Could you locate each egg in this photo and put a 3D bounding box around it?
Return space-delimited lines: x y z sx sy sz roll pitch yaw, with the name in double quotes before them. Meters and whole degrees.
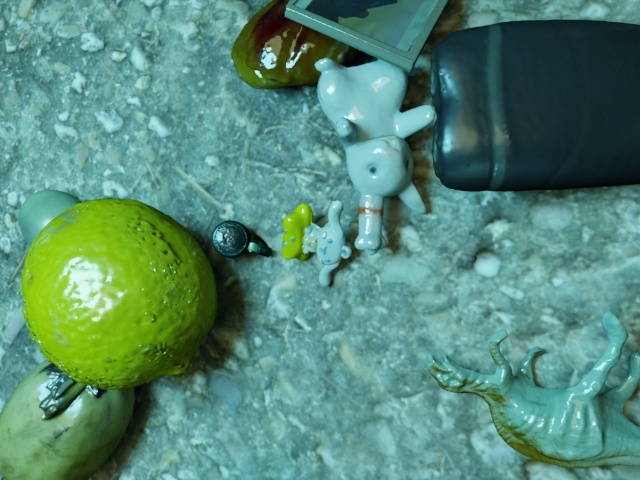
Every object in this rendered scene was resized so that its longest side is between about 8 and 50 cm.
"egg" -0.481 -0.031 0.793 0.152 0.114 0.114 44 96 20

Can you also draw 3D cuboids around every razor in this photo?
"razor" 0.304 -0.163 0.526 0.349 0.113 0.204 -3 85 0

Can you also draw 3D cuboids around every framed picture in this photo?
"framed picture" 0.088 -0.362 0.626 0.192 0.018 0.265 25 61 5

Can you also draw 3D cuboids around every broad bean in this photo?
"broad bean" -0.029 -0.313 0.686 0.229 0.122 0.156 -22 76 11

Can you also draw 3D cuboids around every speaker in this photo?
"speaker" -0.126 -0.002 0.704 0.095 0.075 0.060 0 90 -8

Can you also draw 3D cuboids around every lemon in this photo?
"lemon" -0.296 0.071 0.651 0.258 0.258 0.310 -35 73 10

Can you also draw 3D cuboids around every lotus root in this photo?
"lotus root" -0.432 0.320 0.706 0.183 0.183 0.310 37 98 18

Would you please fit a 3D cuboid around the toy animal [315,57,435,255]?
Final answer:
"toy animal" 0.085 -0.133 0.615 0.141 0.138 0.282 -12 74 -9

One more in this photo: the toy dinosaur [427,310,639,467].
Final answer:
"toy dinosaur" 0.339 0.208 0.523 0.393 0.092 0.205 37 94 17

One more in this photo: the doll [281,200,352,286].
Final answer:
"doll" -0.001 0.007 0.666 0.113 0.071 0.135 -4 106 35
